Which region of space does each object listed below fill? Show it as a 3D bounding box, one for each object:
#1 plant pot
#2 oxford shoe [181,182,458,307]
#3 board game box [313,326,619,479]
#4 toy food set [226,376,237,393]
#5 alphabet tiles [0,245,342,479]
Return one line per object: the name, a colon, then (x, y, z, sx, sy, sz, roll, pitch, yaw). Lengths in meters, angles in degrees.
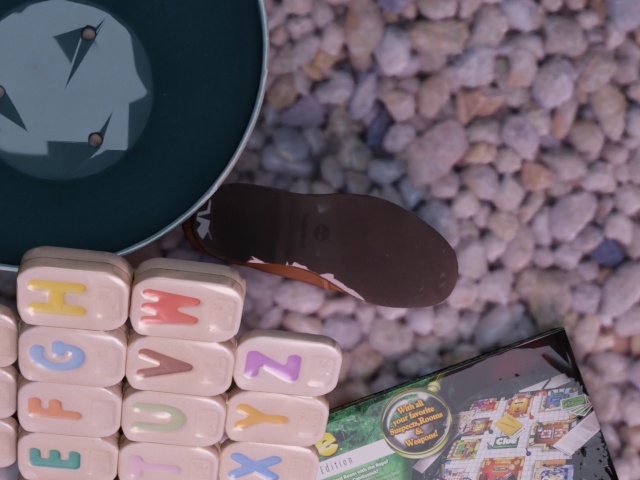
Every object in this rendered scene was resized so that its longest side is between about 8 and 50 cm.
plant pot: (-0.185, -0.117, 1.131, 0.290, 0.195, 0.290, 0, 86, -5)
oxford shoe: (0.000, 0.000, 1.208, 0.212, 0.076, 0.076, 16, 83, -20)
board game box: (0.080, 0.169, 1.220, 0.260, 0.030, 0.136, -19, 90, -6)
toy food set: (-0.096, 0.105, 1.213, 0.082, 0.020, 0.083, -34, 89, -6)
alphabet tiles: (-0.132, 0.111, 1.104, 0.278, 0.284, 0.021, 7, 47, -5)
